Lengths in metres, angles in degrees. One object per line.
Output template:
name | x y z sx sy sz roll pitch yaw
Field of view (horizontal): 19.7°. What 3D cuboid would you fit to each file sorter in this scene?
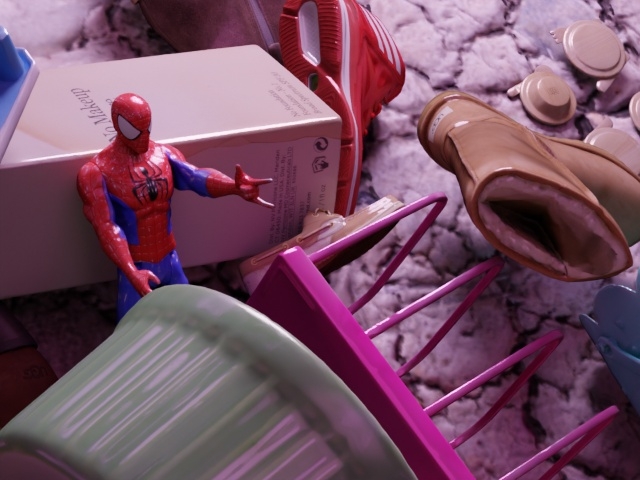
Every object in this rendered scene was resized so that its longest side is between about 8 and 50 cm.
file sorter | 0.085 0.139 1.339 0.182 0.202 0.290 -27 72 -35

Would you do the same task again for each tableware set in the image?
tableware set | 0.257 -0.122 1.672 0.168 0.020 0.141 47 58 9

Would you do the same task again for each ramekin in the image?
ramekin | -0.070 0.192 1.131 0.148 0.303 0.303 -36 78 -29

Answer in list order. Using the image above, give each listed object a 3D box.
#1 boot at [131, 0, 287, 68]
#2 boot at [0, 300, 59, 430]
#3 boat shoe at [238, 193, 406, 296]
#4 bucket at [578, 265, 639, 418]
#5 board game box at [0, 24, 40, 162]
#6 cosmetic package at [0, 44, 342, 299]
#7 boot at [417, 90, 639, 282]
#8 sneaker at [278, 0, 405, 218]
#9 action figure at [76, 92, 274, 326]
boot | -0.051 -0.221 1.594 0.248 0.090 0.207 -30 89 -37
boot | -0.246 0.210 1.257 0.264 0.096 0.280 -29 81 -40
boat shoe | 0.000 0.000 1.370 0.135 0.050 0.045 -32 74 -8
bucket | 0.366 0.083 1.444 0.281 0.281 0.183 -15 71 -28
board game box | -0.427 -0.004 1.206 0.390 0.050 0.390 5 54 17
cosmetic package | -0.156 -0.055 1.380 0.309 0.113 0.160 -9 31 -27
boot | 0.191 -0.021 1.443 0.236 0.089 0.269 22 12 -14
sneaker | 0.030 -0.096 1.529 0.128 0.087 0.221 9 83 -52
action figure | -0.098 0.038 1.268 0.091 0.280 0.139 -20 25 -31
